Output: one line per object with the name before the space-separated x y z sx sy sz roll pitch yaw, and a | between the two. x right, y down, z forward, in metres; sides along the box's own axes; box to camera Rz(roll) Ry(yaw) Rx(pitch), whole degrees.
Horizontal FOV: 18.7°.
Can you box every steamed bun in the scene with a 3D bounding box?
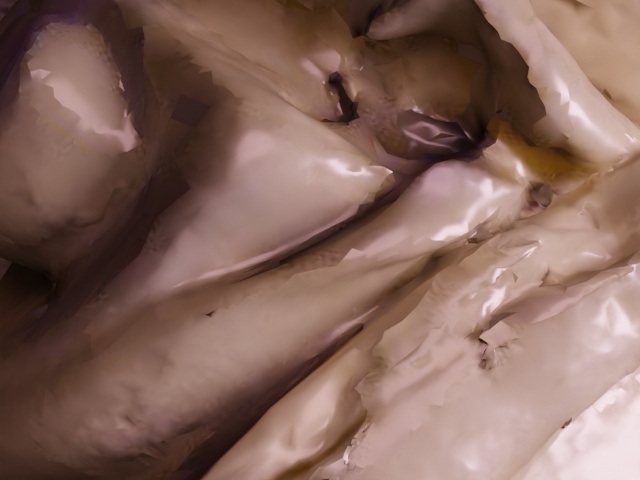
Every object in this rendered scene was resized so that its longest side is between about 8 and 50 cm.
steamed bun | 0.000 0.000 0.643 0.339 0.247 0.352 20 77 48
